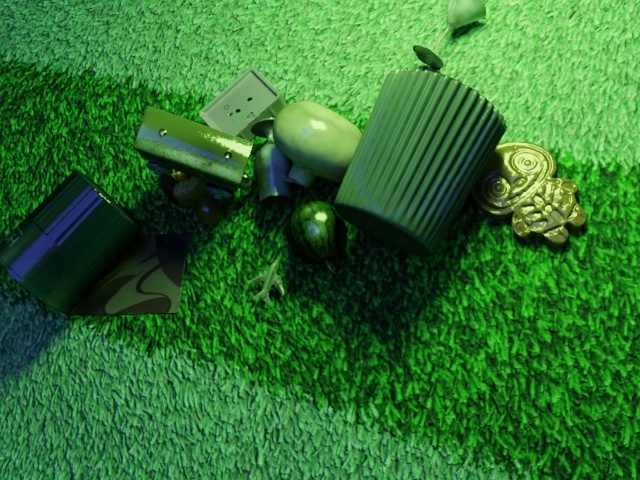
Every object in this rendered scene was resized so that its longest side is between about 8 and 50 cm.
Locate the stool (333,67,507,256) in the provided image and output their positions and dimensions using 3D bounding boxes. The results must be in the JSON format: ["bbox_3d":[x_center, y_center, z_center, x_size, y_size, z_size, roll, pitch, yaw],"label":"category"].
[{"bbox_3d":[0.207,-0.163,1.620,0.297,0.297,0.330,24,82,25],"label":"stool"}]

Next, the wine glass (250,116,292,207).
[{"bbox_3d":[-0.122,-0.192,1.840,0.103,0.103,0.222,-12,66,14],"label":"wine glass"}]

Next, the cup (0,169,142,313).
[{"bbox_3d":[-0.631,-0.001,1.877,0.242,0.308,0.292,42,84,-4],"label":"cup"}]

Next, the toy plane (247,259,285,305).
[{"bbox_3d":[-0.122,0.098,1.751,0.102,0.040,0.111,18,74,22],"label":"toy plane"}]

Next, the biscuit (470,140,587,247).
[{"bbox_3d":[0.462,-0.107,1.643,0.202,0.044,0.289,-37,60,1],"label":"biscuit"}]

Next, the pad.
[{"bbox_3d":[-0.501,0.087,1.903,0.330,0.004,0.220,-4,67,17],"label":"pad"}]

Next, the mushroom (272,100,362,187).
[{"bbox_3d":[-0.013,-0.218,1.747,0.246,0.246,0.202,40,106,28],"label":"mushroom"}]

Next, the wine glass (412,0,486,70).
[{"bbox_3d":[0.319,-0.523,1.825,0.122,0.122,0.183,30,83,27],"label":"wine glass"}]

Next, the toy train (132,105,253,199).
[{"bbox_3d":[-0.305,-0.201,1.773,0.299,0.202,0.131,19,79,-4],"label":"toy train"}]

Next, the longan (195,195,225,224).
[{"bbox_3d":[-0.276,-0.078,1.859,0.083,0.075,0.075,-20,63,20],"label":"longan"}]

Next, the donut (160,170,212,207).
[{"bbox_3d":[-0.343,-0.181,1.926,0.166,0.073,0.184,22,78,22],"label":"donut"}]

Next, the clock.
[{"bbox_3d":[-0.205,-0.347,1.952,0.197,0.063,0.150,-42,62,-1],"label":"clock"}]

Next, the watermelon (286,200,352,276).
[{"bbox_3d":[0.000,0.000,1.697,0.140,0.141,0.187,-25,69,7],"label":"watermelon"}]
